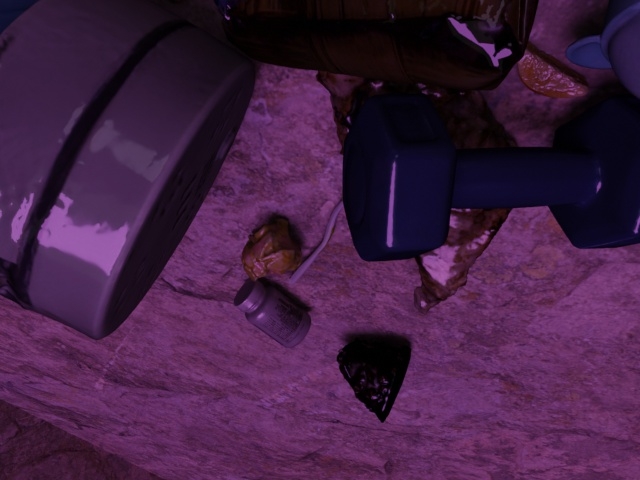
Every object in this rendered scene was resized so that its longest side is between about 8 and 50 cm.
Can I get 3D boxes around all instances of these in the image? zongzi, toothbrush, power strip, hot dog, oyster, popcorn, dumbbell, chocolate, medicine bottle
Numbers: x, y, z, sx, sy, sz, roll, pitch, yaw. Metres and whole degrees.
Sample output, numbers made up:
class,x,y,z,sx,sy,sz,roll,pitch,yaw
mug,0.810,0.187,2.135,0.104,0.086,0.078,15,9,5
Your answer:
class,x,y,z,sx,sy,sz,roll,pitch,yaw
zongzi,0.051,-0.290,0.370,0.285,0.138,0.300,17,115,23
toothbrush,0.000,0.000,0.734,0.026,0.022,0.263,36,135,-3
power strip,-0.216,-0.068,0.485,0.161,0.358,0.357,29,136,-10
hot dog,0.234,-0.171,0.477,0.090,0.030,0.034,27,138,-9
oyster,0.147,-0.062,0.566,0.204,0.111,0.396,-15,125,26
popcorn,-0.081,0.019,0.729,0.096,0.109,0.089,-25,94,-5
dumbbell,0.185,-0.061,0.446,0.324,0.144,0.160,-2,109,-9
chocolate,0.094,0.253,0.903,0.133,0.156,0.156,23,141,23
medicine bottle,-0.091,0.135,0.859,0.079,0.079,0.140,-29,121,38

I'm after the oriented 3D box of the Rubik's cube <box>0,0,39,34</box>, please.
class,x,y,z,sx,sy,sz,roll,pitch,yaw
Rubik's cube,-0.367,-0.237,0.412,0.221,0.231,0.225,45,135,7

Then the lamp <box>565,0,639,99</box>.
class,x,y,z,sx,sy,sz,roll,pitch,yaw
lamp,0.333,-0.168,0.310,0.209,0.147,0.284,8,163,-9
